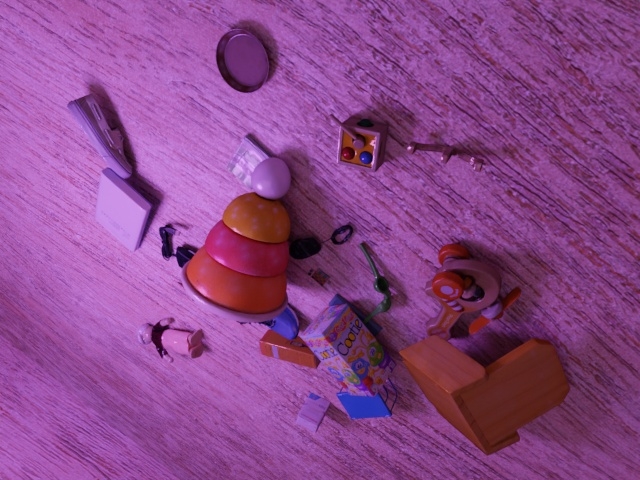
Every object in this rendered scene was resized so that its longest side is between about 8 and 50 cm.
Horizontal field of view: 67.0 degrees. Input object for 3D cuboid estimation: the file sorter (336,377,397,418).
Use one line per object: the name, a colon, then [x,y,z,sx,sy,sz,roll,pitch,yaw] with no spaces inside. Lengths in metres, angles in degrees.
file sorter: [0.169,0.548,1.715,0.171,0.104,0.118,-19,109,36]

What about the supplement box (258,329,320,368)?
supplement box: [-0.107,0.402,1.791,0.234,0.078,0.080,7,122,25]

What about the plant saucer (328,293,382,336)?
plant saucer: [0.114,0.257,1.621,0.192,0.018,0.067,38,129,4]

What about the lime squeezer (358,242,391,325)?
lime squeezer: [0.173,0.155,1.509,0.110,0.059,0.310,28,130,46]

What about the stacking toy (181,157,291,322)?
stacking toy: [-0.197,-0.022,1.479,0.351,0.351,0.479,28,111,11]

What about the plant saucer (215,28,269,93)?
plant saucer: [-0.209,-0.490,1.323,0.169,0.029,0.168,14,124,22]

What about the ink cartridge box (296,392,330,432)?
ink cartridge box: [-0.028,0.671,1.886,0.089,0.122,0.052,23,127,15]

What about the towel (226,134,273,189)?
towel: [-0.221,-0.238,1.490,0.113,0.023,0.152,43,130,-1]

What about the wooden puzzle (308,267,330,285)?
wooden puzzle: [-0.001,0.121,1.604,0.083,0.006,0.049,39,129,2]

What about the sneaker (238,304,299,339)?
sneaker: [-0.228,0.263,1.726,0.330,0.147,0.129,31,129,8]

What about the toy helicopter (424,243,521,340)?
toy helicopter: [0.403,0.186,1.375,0.235,0.140,0.354,20,138,6]

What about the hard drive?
hard drive: [-0.744,-0.105,1.807,0.210,0.040,0.318,42,140,-1]

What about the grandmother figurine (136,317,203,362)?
grandmother figurine: [-0.665,0.432,2.105,0.343,0.104,0.207,7,94,28]

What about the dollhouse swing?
dollhouse swing: [0.484,0.396,1.433,0.346,0.305,0.315,56,168,-31]

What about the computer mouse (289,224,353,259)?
computer mouse: [0.000,0.000,1.515,0.242,0.041,0.071,-21,116,29]

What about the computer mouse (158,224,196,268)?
computer mouse: [-0.493,0.039,1.789,0.262,0.060,0.183,27,133,26]

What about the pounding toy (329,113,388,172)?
pounding toy: [0.096,-0.261,1.254,0.130,0.100,0.141,17,125,18]

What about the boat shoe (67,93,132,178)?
boat shoe: [-0.726,-0.350,1.644,0.302,0.094,0.109,62,172,-32]

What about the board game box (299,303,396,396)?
board game box: [0.092,0.360,1.587,0.275,0.144,0.142,51,148,-11]

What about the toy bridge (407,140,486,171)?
toy bridge: [0.313,-0.211,1.191,0.188,0.063,0.026,19,126,19]

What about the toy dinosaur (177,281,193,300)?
toy dinosaur: [-0.520,0.200,1.898,0.047,0.090,0.082,-22,75,52]
